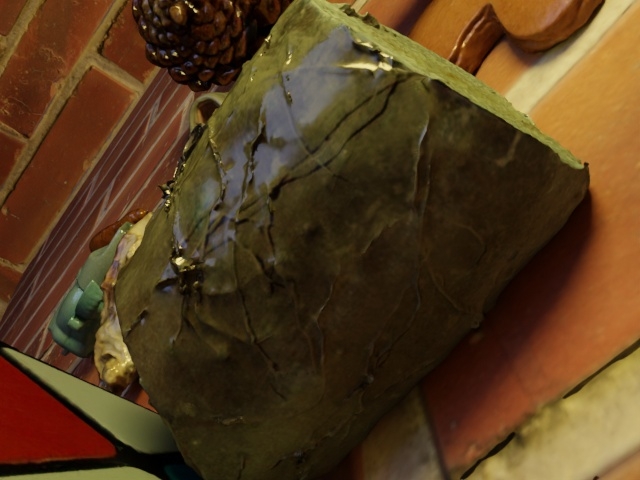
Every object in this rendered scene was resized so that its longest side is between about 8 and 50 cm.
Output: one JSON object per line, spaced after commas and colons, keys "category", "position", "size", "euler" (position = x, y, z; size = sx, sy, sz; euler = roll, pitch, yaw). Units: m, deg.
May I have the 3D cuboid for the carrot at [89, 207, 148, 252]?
{"category": "carrot", "position": [-0.423, -0.015, 1.443], "size": [0.247, 0.059, 0.059], "euler": [-26, 39, 47]}

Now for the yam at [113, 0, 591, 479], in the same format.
{"category": "yam", "position": [-0.003, -0.001, 0.432], "size": [0.271, 0.201, 0.202], "euler": [-59, 22, 16]}

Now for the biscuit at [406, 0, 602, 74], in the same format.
{"category": "biscuit", "position": [0.137, -0.185, 0.557], "size": [0.192, 0.036, 0.186], "euler": [-41, 30, 37]}

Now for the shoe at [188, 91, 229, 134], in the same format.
{"category": "shoe", "position": [-0.159, -0.174, 1.051], "size": [0.103, 0.100, 0.251], "euler": [-54, 26, 13]}

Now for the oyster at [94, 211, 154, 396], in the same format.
{"category": "oyster", "position": [-0.239, 0.043, 0.945], "size": [0.201, 0.107, 0.355], "euler": [-47, 26, 33]}

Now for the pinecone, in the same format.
{"category": "pinecone", "position": [-0.169, -0.400, 1.160], "size": [0.298, 0.242, 0.296], "euler": [-14, 44, 31]}

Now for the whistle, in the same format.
{"category": "whistle", "position": [-0.367, 0.087, 1.130], "size": [0.274, 0.093, 0.186], "euler": [-56, 4, 21]}

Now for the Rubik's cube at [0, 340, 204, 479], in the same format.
{"category": "Rubik's cube", "position": [-0.162, 0.229, 0.383], "size": [0.247, 0.248, 0.250], "euler": [-60, 22, -5]}

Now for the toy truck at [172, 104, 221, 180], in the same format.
{"category": "toy truck", "position": [-0.054, -0.061, 0.680], "size": [0.268, 0.124, 0.156], "euler": [-28, 45, 53]}
